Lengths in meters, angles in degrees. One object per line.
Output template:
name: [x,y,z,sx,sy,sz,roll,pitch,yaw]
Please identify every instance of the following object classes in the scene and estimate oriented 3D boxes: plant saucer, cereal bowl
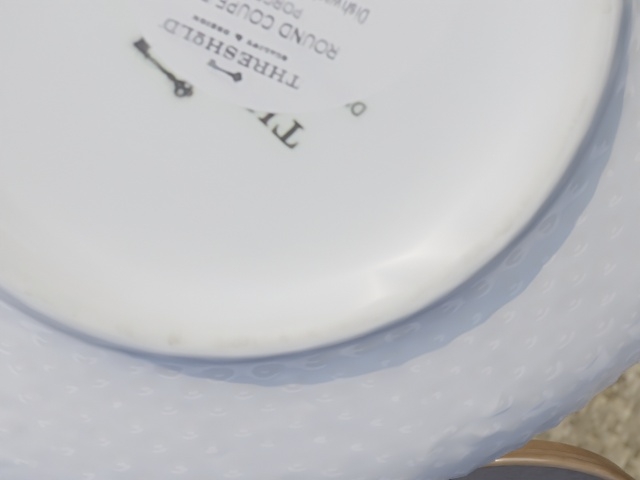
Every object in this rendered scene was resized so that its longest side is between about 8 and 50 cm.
plant saucer: [0.177,0.261,1.705,0.278,0.041,0.278,1,142,1]
cereal bowl: [-0.026,-0.071,0.440,0.339,0.141,0.339,-2,111,-6]
